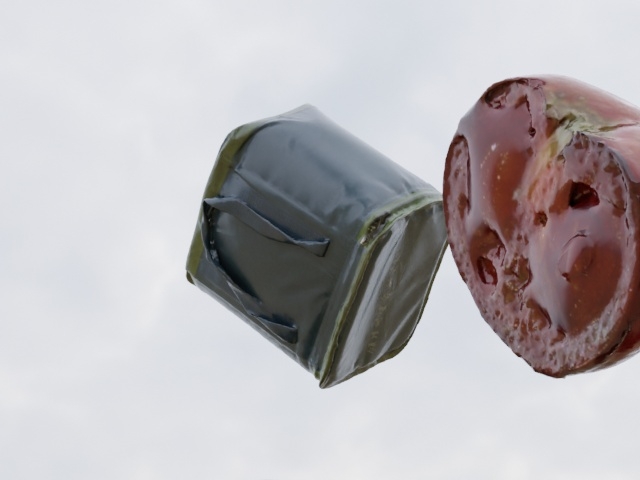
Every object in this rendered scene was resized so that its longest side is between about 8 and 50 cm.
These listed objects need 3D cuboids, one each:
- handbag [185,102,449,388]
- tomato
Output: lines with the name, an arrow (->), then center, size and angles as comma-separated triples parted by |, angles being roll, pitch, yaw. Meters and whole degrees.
handbag -> 0.000, 0.000, 1.495 | 0.222, 0.241, 0.263 | -19, -42, -50
tomato -> 0.203, -0.013, 0.965 | 0.139, 0.233, 0.200 | -4, -51, -28
